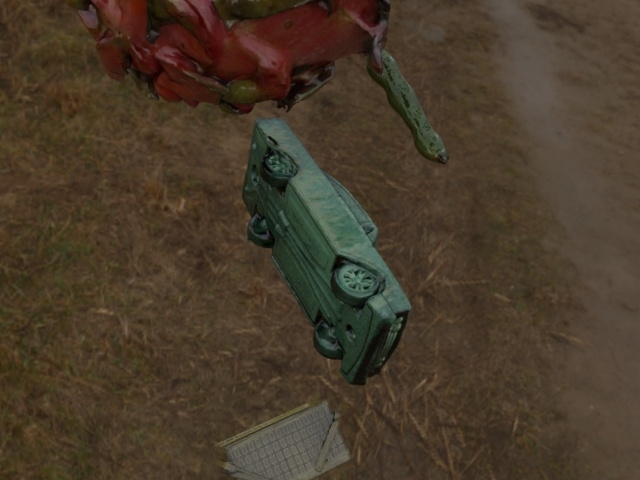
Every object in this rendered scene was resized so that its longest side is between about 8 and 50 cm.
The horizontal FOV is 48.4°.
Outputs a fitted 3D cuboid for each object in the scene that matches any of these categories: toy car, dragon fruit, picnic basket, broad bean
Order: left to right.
[{"bbox_3d":[-0.116,-0.263,0.679,0.263,0.296,0.314,-27,41,-13],"label":"dragon fruit"},{"bbox_3d":[-0.051,0.272,0.916,0.164,0.115,0.079,-21,82,-17],"label":"picnic basket"},{"bbox_3d":[0.000,0.000,0.821,0.097,0.141,0.321,-13,52,-28],"label":"toy car"},{"bbox_3d":[0.147,-0.229,1.219,0.256,0.052,0.053,62,12,16],"label":"broad bean"}]
